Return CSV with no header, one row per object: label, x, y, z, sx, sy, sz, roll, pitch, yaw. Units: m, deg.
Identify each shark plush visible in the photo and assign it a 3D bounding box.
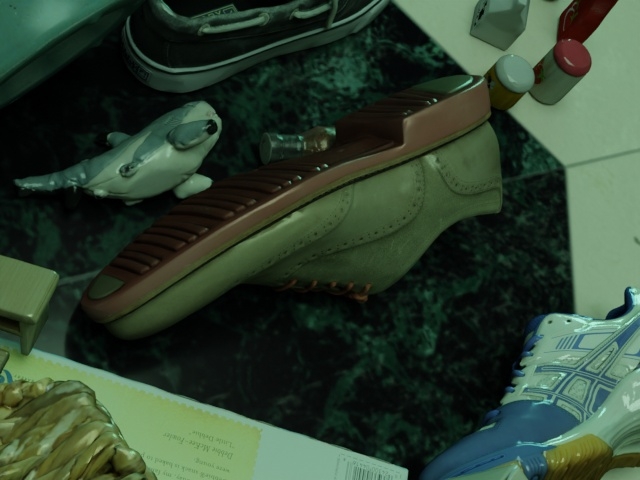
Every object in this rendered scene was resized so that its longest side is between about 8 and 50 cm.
shark plush,-0.144,-0.056,0.833,0.161,0.073,0.067,-27,57,-12

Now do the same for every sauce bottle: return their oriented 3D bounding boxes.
sauce bottle,0.014,-0.073,0.901,0.128,0.042,0.042,2,64,-25

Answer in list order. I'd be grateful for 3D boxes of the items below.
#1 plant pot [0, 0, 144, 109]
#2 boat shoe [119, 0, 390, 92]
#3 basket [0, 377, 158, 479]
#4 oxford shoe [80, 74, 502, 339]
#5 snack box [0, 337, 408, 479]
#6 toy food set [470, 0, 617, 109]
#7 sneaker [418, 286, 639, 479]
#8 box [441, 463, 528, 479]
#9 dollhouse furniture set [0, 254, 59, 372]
plant pot,-0.255,-0.218,0.738,0.271,0.271,0.255,-43,102,-34
boat shoe,-0.027,-0.225,0.922,0.306,0.105,0.113,-26,78,-32
basket,-0.194,0.235,0.557,0.299,0.223,0.213,-34,60,-19
oxford shoe,0.000,0.000,0.814,0.348,0.123,0.130,-28,109,-19
snack box,-0.110,0.190,0.697,0.322,0.060,0.187,21,58,-14
toy food set,0.217,-0.229,1.036,0.111,0.104,0.232,23,57,-12
sneaker,0.174,0.127,0.850,0.296,0.112,0.131,-17,55,-32
box,0.137,0.281,0.694,0.094,0.113,0.275,-39,99,-42
dollhouse furniture set,-0.251,0.059,0.604,0.161,0.101,0.182,16,50,1
